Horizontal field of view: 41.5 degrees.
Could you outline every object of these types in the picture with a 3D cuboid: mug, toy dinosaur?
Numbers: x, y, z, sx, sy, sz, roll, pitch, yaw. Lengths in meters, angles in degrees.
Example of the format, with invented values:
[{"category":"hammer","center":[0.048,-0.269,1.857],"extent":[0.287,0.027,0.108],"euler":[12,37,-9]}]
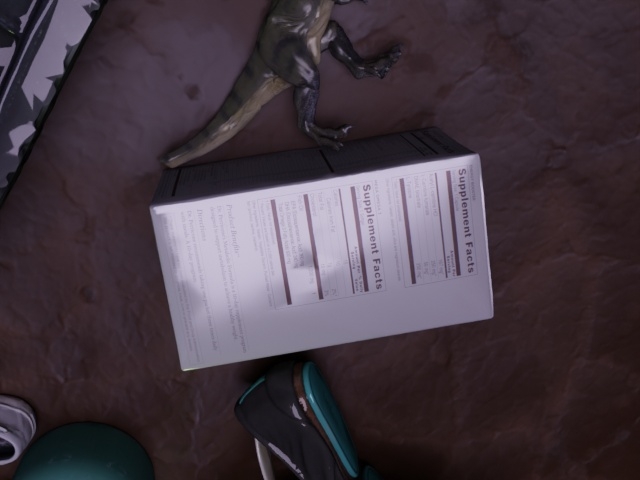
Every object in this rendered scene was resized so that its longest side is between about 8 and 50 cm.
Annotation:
[{"category":"mug","center":[-0.229,0.252,0.762],"extent":[0.157,0.097,0.129],"euler":[-38,108,6]},{"category":"toy dinosaur","center":[-0.010,-0.144,0.681],"extent":[0.118,0.064,0.268],"euler":[33,104,-8]}]

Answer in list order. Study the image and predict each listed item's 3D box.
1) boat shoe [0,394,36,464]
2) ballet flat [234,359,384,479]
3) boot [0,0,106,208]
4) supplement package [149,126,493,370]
[{"category":"boat shoe","center":[-0.349,0.170,0.741],"extent":[0.184,0.063,0.066],"euler":[10,107,-10]},{"category":"ballet flat","center":[0.012,0.233,0.790],"extent":[0.096,0.095,0.280],"euler":[-27,105,14]},{"category":"boot","center":[-0.409,-0.167,0.578],"extent":[0.445,0.146,0.367],"euler":[28,93,-18]},{"category":"supplement package","center":[0.000,0.000,0.684],"extent":[0.244,0.139,0.134],"euler":[-9,107,-3]}]
